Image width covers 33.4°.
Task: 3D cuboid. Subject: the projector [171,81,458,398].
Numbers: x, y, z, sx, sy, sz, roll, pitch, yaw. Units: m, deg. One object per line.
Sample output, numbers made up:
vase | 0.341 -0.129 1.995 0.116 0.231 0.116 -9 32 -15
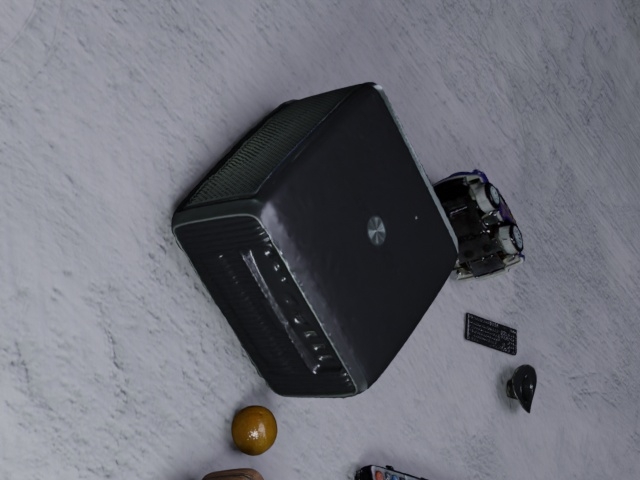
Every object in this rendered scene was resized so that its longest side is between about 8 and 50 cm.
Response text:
projector | 0.000 0.000 1.783 0.405 0.242 0.395 -51 122 -40

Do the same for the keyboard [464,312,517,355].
keyboard | 0.379 0.208 2.359 0.204 0.013 0.061 21 67 -46

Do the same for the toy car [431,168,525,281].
toy car | 0.323 -0.044 2.245 0.235 0.172 0.158 63 26 -16

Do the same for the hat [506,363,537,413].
hat | 0.442 0.331 2.379 0.121 0.050 0.121 18 68 -54

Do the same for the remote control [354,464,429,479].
remote control | 0.197 0.515 2.022 0.399 0.062 0.144 29 42 -45

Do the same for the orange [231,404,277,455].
orange | -0.106 0.306 1.720 0.085 0.085 0.085 14 72 -48

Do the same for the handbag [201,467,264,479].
handbag | -0.127 0.445 1.606 0.072 0.151 0.193 -35 106 -51
